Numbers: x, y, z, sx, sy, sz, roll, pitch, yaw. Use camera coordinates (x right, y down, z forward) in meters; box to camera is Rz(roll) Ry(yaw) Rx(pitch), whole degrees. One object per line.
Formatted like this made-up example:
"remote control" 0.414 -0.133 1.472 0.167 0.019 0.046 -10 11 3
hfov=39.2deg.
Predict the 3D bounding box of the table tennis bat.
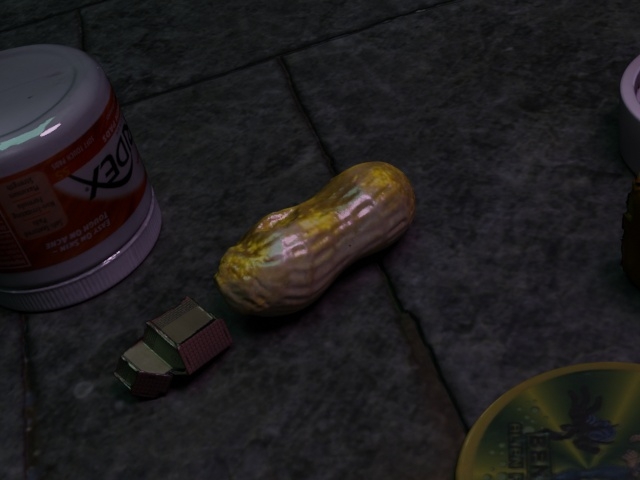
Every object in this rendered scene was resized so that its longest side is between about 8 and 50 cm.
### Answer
"table tennis bat" 0.245 0.155 0.577 0.321 0.050 0.198 -5 39 18

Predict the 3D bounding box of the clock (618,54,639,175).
"clock" 0.377 -0.118 0.825 0.197 0.068 0.196 -8 41 7

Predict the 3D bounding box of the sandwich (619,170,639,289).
"sandwich" 0.298 0.020 0.656 0.079 0.113 0.163 -21 41 -7

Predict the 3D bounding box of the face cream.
"face cream" -0.276 -0.064 0.873 0.201 0.187 0.201 -9 41 8

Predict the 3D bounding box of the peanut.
"peanut" 0.000 0.000 0.795 0.207 0.087 0.087 -32 43 -23

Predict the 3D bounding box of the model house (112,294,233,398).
"model house" -0.122 0.095 0.756 0.058 0.057 0.083 37 38 14
